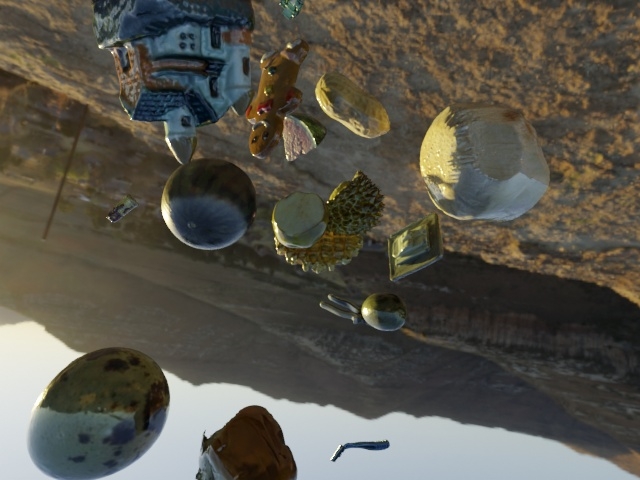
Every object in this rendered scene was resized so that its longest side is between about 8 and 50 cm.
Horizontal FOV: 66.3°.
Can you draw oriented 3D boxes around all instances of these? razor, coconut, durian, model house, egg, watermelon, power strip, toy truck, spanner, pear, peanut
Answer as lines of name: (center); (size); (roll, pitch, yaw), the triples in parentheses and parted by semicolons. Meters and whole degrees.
razor: (0.150, 0.738, 1.754); (0.253, 0.082, 0.042); (10, -151, -34)
coconut: (0.522, -0.251, 1.547); (0.415, 0.416, 0.344); (16, 170, -28)
durian: (0.103, -0.116, 1.501); (0.166, 0.306, 0.172); (-11, 121, 40)
model house: (-0.239, -0.285, 0.884); (0.184, 0.292, 0.253); (7, -163, 39)
egg: (-0.644, 0.508, 1.430); (0.428, 0.345, 0.345); (-40, 151, 9)
watermelon: (-0.088, -0.426, 1.956); (0.207, 0.202, 0.136); (28, 175, 3)
power strip: (0.298, 0.012, 1.621); (0.064, 0.199, 0.213); (34, 130, -30)
toy truck: (-0.053, -0.735, 1.444); (0.067, 0.081, 0.175); (43, 142, -3)
spanner: (0.146, 0.315, 2.150); (0.324, 0.095, 0.040); (20, 134, 35)
pear: (-0.043, -0.041, 1.154); (0.140, 0.141, 0.104); (5, 156, 16)
peanut: (0.110, -0.471, 1.730); (0.313, 0.152, 0.152); (40, 170, 8)
watermelon: (-0.244, -0.082, 1.086); (0.212, 0.212, 0.212); (9, 167, 2)

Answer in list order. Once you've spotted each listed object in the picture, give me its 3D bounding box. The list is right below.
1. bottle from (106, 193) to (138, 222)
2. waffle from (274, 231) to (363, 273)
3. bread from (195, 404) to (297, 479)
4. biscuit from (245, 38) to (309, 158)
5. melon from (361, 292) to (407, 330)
bottle: (-0.626, -0.097, 1.547); (0.047, 0.101, 0.063); (39, 168, 34)
waffle: (0.000, 0.001, 1.483); (0.248, 0.253, 0.056); (22, 133, 25)
bread: (-0.204, 0.600, 1.291); (0.224, 0.279, 0.250); (-30, 173, 31)
biscuit: (-0.167, -0.489, 1.676); (0.064, 0.433, 0.282); (24, 164, -40)
melon: (0.194, 0.212, 1.465); (0.114, 0.114, 0.167); (17, 170, -30)
